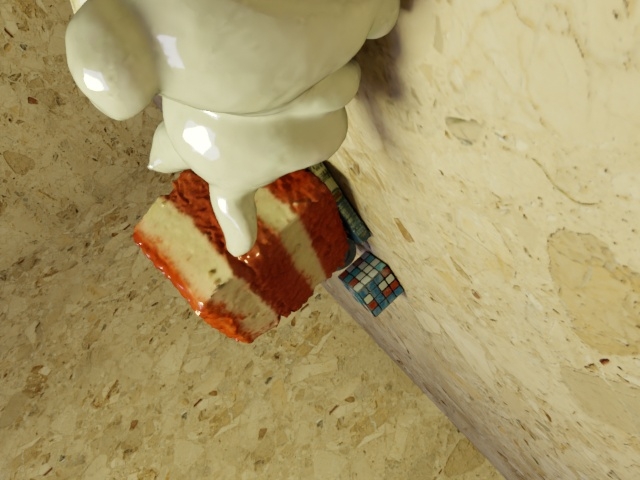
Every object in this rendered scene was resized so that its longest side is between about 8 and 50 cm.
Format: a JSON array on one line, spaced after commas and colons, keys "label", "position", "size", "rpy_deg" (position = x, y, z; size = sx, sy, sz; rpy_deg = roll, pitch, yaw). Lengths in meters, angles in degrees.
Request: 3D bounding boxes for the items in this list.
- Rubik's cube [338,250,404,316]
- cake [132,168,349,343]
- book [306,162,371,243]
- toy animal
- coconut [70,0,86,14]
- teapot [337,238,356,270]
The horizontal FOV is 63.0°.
[{"label": "Rubik's cube", "position": [0.113, 0.097, 1.177], "size": [0.092, 0.092, 0.092], "rpy_deg": [54, 171, -33]}, {"label": "cake", "position": [-0.147, -0.003, 1.025], "size": [0.269, 0.319, 0.270], "rpy_deg": [40, 167, 30]}, {"label": "book", "position": [-0.078, -0.189, 1.066], "size": [0.428, 0.039, 0.300], "rpy_deg": [54, 169, -29]}, {"label": "toy animal", "position": [-0.096, -0.131, 0.503], "size": [0.196, 0.241, 0.368], "rpy_deg": [52, 158, 12]}, {"label": "coconut", "position": [-0.418, -0.483, 1.043], "size": [0.162, 0.161, 0.161], "rpy_deg": [11, 159, 16]}, {"label": "teapot", "position": [0.004, 0.008, 1.222], "size": [0.108, 0.149, 0.111], "rpy_deg": [-103, -1, -53]}]
